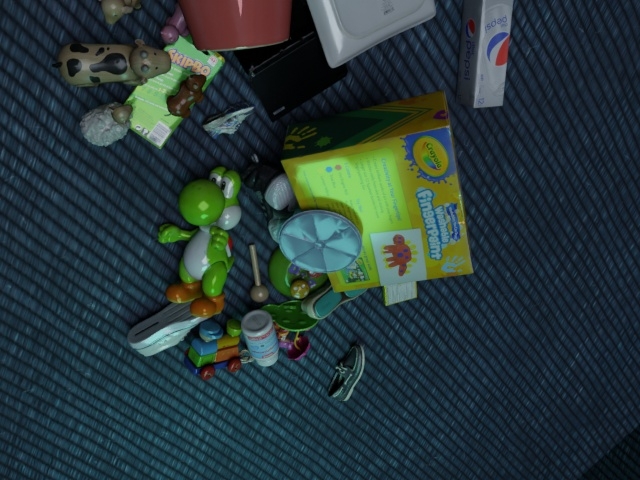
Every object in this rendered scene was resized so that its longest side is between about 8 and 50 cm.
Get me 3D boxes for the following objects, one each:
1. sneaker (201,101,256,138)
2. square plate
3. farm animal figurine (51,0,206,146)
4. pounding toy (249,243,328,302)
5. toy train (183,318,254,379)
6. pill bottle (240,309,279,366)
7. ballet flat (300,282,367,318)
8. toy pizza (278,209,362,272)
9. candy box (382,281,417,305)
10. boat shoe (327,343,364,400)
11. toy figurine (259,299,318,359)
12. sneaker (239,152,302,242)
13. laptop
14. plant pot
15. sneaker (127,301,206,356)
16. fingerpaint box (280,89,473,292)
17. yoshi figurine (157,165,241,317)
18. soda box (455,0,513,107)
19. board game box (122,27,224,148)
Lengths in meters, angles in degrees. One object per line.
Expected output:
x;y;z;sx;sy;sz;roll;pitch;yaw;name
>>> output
-0.215;-0.289;1.365;0.135;0.052;0.058;-24;128;0;sneaker
0.109;-0.621;1.279;0.347;0.049;0.344;-33;118;-20;square plate
-0.394;-0.393;1.162;0.326;0.172;0.331;-20;105;-2;farm animal figurine
-0.070;0.094;1.537;0.236;0.110;0.183;-5;113;-17;pounding toy
-0.243;0.277;1.553;0.248;0.105;0.144;-5;124;-45;toy train
-0.160;0.269;1.534;0.087;0.087;0.160;-19;133;-10;pill bottle
0.044;0.145;1.606;0.248;0.086;0.086;-27;122;-36;ballet flat
0.000;0.000;1.345;0.201;0.032;0.201;4;133;4;toy pizza
0.232;0.091;1.685;0.105;0.027;0.206;-12;115;-11;candy box
0.078;0.409;1.742;0.064;0.075;0.206;8;114;-25;boat shoe
-0.091;0.271;1.617;0.173;0.130;0.159;4;122;3;toy figurine
-0.125;-0.112;1.439;0.101;0.153;0.269;-35;155;-20;sneaker
-0.091;-0.466;1.347;0.234;0.136;0.264;-33;93;-3;laptop
-0.171;-0.511;1.109;0.274;0.275;0.243;-13;116;-13;plant pot
-0.382;0.222;1.510;0.258;0.094;0.091;-24;141;-7;sneaker
0.154;-0.098;1.369;0.370;0.163;0.445;-10;131;15;fingerpaint box
-0.295;-0.004;1.375;0.203;0.203;0.363;11;101;-13;yoshi figurine
0.422;-0.494;1.460;0.091;0.098;0.287;-8;114;-16;soda box
-0.343;-0.350;1.296;0.124;0.039;0.259;36;100;-26;board game box
